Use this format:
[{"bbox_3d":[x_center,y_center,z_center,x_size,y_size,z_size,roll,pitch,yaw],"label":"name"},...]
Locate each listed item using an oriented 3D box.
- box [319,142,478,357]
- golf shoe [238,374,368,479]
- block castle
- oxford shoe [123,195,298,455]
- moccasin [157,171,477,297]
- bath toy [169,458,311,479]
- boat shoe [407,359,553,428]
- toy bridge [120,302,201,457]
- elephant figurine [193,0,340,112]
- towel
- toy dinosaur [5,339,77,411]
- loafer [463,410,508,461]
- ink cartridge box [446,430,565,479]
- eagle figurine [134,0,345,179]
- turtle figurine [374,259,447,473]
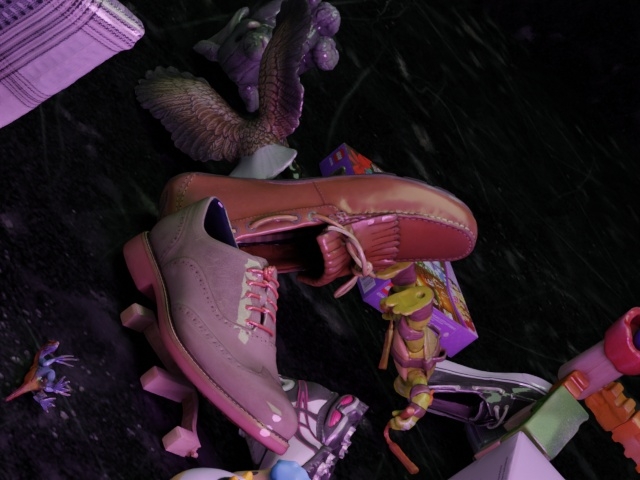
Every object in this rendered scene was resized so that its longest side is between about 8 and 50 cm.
[{"bbox_3d":[0.111,0.012,2.596,0.201,0.057,0.293,34,27,-39],"label":"box"},{"bbox_3d":[-0.043,0.227,1.912,0.120,0.105,0.273,29,20,5],"label":"golf shoe"},{"bbox_3d":[0.358,0.308,2.189,0.303,0.213,0.453,52,44,1],"label":"block castle"},{"bbox_3d":[-0.096,0.076,1.882,0.123,0.130,0.348,42,10,-49],"label":"oxford shoe"},{"bbox_3d":[0.001,-0.002,2.099,0.380,0.139,0.147,4,55,-18],"label":"moccasin"},{"bbox_3d":[-0.115,0.283,1.593,0.151,0.129,0.348,54,22,9],"label":"bath toy"},{"bbox_3d":[0.218,0.216,2.371,0.219,0.078,0.070,11,38,-4],"label":"boat shoe"},{"bbox_3d":[-0.157,0.151,1.867,0.063,0.026,0.188,28,29,-47],"label":"toy bridge"},{"bbox_3d":[-0.094,-0.270,2.541,0.169,0.186,0.239,23,40,25],"label":"elephant figurine"},{"bbox_3d":[-0.374,-0.237,1.732,0.312,0.324,0.056,36,59,-26],"label":"towel"},{"bbox_3d":[-0.263,0.120,1.691,0.090,0.047,0.082,17,19,-39],"label":"toy dinosaur"},{"bbox_3d":[0.272,0.338,2.374,0.096,0.084,0.267,-15,51,-37],"label":"loafer"},{"bbox_3d":[0.169,0.358,1.898,0.171,0.232,0.168,47,23,-9],"label":"ink cartridge box"},{"bbox_3d":[-0.085,-0.153,2.276,0.226,0.225,0.298,-15,75,-36],"label":"eagle figurine"},{"bbox_3d":[0.113,0.136,2.220,0.270,0.087,0.217,-93,177,-48],"label":"turtle figurine"}]
